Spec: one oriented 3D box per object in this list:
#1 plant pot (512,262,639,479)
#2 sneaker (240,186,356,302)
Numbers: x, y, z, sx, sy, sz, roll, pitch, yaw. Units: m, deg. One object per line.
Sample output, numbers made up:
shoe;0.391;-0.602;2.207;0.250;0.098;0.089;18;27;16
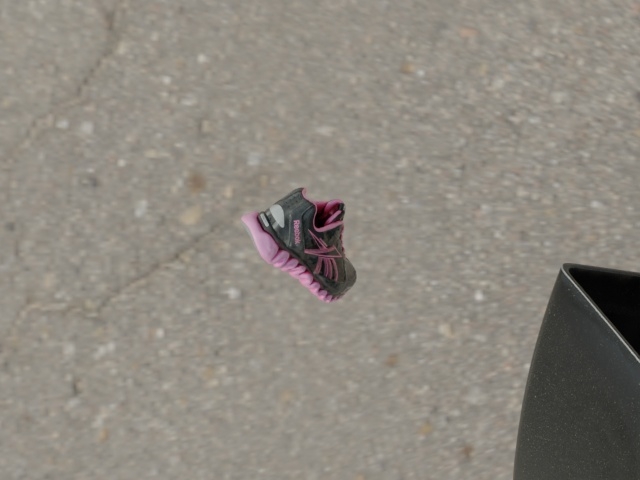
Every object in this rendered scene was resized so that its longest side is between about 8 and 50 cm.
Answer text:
plant pot;0.235;0.143;1.047;0.187;0.188;0.167;57;132;47
sneaker;0.000;0.000;1.032;0.057;0.119;0.047;-41;58;9
